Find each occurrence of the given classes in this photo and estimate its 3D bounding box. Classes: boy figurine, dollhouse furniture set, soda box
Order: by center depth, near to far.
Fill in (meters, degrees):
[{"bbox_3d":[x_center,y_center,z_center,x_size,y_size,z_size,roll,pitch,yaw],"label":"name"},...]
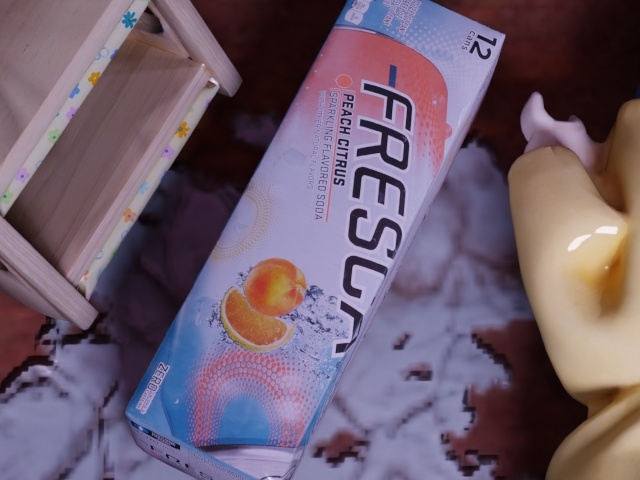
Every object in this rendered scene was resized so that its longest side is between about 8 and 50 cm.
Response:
[{"bbox_3d":[0.148,0.011,0.588,0.177,0.092,0.285,14,74,1],"label":"boy figurine"},{"bbox_3d":[0.000,0.000,0.598,0.058,0.063,0.183,25,74,6],"label":"soda box"},{"bbox_3d":[-0.149,-0.028,0.605,0.161,0.101,0.182,22,72,30],"label":"dollhouse furniture set"}]
